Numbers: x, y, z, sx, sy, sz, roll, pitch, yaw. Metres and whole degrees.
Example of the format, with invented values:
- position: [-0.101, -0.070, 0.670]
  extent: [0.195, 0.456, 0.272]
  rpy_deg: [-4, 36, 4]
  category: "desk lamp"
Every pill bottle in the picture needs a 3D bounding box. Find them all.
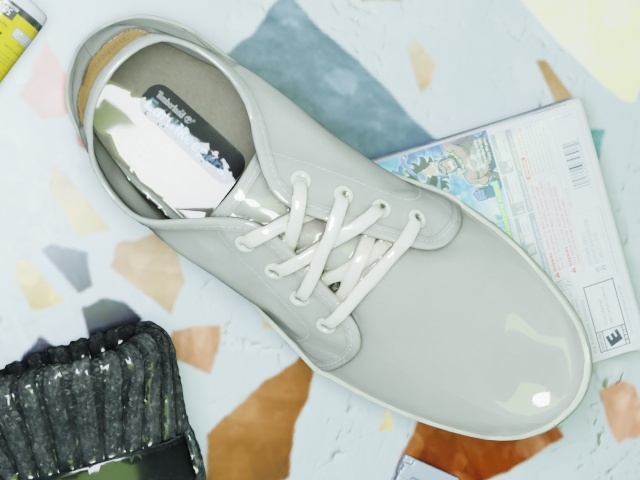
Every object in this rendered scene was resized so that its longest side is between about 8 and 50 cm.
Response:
- position: [-0.255, -0.134, 1.264]
  extent: [0.065, 0.065, 0.116]
  rpy_deg: [36, 87, -11]
  category: "pill bottle"

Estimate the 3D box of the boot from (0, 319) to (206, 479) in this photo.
- position: [-0.227, 0.230, 1.255]
  extent: [0.348, 0.131, 0.260]
  rpy_deg: [-26, 105, -19]
  category: "boot"

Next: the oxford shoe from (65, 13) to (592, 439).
- position: [0.000, 0.000, 1.260]
  extent: [0.449, 0.130, 0.169]
  rpy_deg: [37, 96, -3]
  category: "oxford shoe"

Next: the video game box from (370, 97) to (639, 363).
- position: [0.137, 0.013, 1.359]
  extent: [0.187, 0.048, 0.205]
  rpy_deg: [-17, 96, -11]
  category: "video game box"

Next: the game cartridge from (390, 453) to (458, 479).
- position: [0.073, 0.215, 1.375]
  extent: [0.056, 0.017, 0.083]
  rpy_deg: [25, 88, -8]
  category: "game cartridge"
